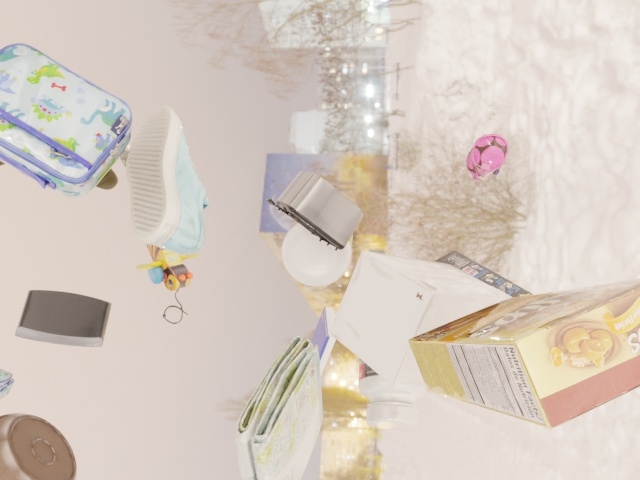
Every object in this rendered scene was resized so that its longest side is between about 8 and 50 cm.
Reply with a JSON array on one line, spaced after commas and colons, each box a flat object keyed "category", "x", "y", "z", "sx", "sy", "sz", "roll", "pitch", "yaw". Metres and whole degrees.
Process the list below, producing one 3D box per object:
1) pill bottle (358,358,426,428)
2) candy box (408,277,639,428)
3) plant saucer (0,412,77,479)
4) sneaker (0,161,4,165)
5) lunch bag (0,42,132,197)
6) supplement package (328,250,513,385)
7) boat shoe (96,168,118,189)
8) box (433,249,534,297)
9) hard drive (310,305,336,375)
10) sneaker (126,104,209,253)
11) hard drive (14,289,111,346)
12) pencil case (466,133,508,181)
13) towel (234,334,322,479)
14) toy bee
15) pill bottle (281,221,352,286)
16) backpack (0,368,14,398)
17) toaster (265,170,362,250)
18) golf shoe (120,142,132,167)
[{"category": "pill bottle", "x": 0.191, "y": 0.331, "z": 1.366, "sx": 0.176, "sy": 0.177, "sz": 0.318, "roll": 80, "pitch": -168, "yaw": -60}, {"category": "candy box", "x": 0.245, "y": 0.124, "z": 0.606, "sx": 0.316, "sy": 0.183, "sz": 0.087, "roll": 124, "pitch": 125, "yaw": -76}, {"category": "plant saucer", "x": -0.796, "y": 0.606, "z": 1.435, "sx": 0.310, "sy": 0.050, "sz": 0.310, "roll": 52, "pitch": 177, "yaw": 4}, {"category": "sneaker", "x": -0.985, "y": -0.310, "z": 1.627, "sx": 0.192, "sy": 0.086, "sz": 0.064, "roll": -46, "pitch": -12, "yaw": -46}, {"category": "lunch bag", "x": -0.418, "y": -0.180, "z": 0.783, "sx": 0.176, "sy": 0.219, "sz": 0.090, "roll": -62, "pitch": 12, "yaw": -27}, {"category": "supplement package", "x": 0.196, "y": 0.142, "z": 0.966, "sx": 0.293, "sy": 0.175, "sz": 0.177, "roll": 10, "pitch": -74, "yaw": -44}, {"category": "boat shoe", "x": -0.727, "y": -0.237, "z": 1.575, "sx": 0.080, "sy": 0.073, "sz": 0.223, "roll": -49, "pitch": -37, "yaw": 1}, {"category": "box", "x": 0.388, "y": 0.159, "z": 1.332, "sx": 0.296, "sy": 0.293, "sz": 0.073, "roll": -23, "pitch": -45, "yaw": -41}, {"category": "hard drive", "x": -0.016, "y": 0.435, "z": 1.917, "sx": 0.210, "sy": 0.040, "sz": 0.318, "roll": -97, "pitch": 25, "yaw": -67}, {"category": "sneaker", "x": -0.311, "y": -0.122, "z": 1.076, "sx": 0.150, "sy": 0.135, "sz": 0.365, "roll": 37, "pitch": -144, "yaw": -49}, {"category": "hard drive", "x": -0.817, "y": 0.245, "z": 1.632, "sx": 0.054, "sy": 0.255, "sz": 0.171, "roll": 134, "pitch": 144, "yaw": -53}, {"category": "pencil case", "x": 0.413, "y": -0.204, "z": 1.271, "sx": 0.098, "sy": 0.095, "sz": 0.209, "roll": -64, "pitch": -12, "yaw": 7}, {"category": "towel", "x": -0.089, "y": 0.455, "z": 1.206, "sx": 0.320, "sy": 0.090, "sz": 0.374, "roll": -55, "pitch": -32, "yaw": -51}, {"category": "toy bee", "x": -0.453, "y": 0.090, "z": 1.598, "sx": 0.298, "sy": 0.162, "sz": 0.195, "roll": 56, "pitch": -132, "yaw": -11}, {"category": "pill bottle", "x": 0.000, "y": 0.000, "z": 1.494, "sx": 0.334, "sy": 0.188, "sz": 0.187, "roll": -72, "pitch": -18, "yaw": -77}, {"category": "backpack", "x": -1.025, "y": 0.448, "z": 1.576, "sx": 0.114, "sy": 0.105, "sz": 0.084, "roll": -97, "pitch": 31, "yaw": -78}, {"category": "toaster", "x": -0.011, "y": -0.075, "z": 1.187, "sx": 0.110, "sy": 0.186, "sz": 0.168, "roll": -54, "pitch": 18, "yaw": -3}, {"category": "golf shoe", "x": -0.589, "y": -0.278, "z": 1.555, "sx": 0.176, "sy": 0.069, "sz": 0.085, "roll": 45, "pitch": -153, "yaw": -39}]
